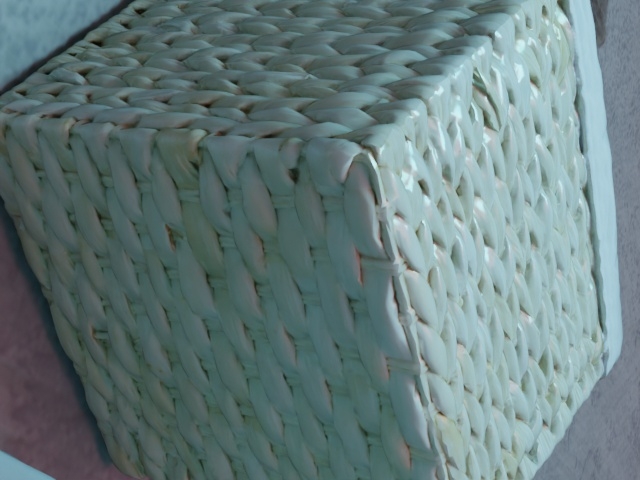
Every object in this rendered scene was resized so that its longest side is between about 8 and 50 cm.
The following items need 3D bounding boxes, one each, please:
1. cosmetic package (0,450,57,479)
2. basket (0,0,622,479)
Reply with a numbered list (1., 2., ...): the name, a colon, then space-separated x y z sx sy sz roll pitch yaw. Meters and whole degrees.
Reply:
1. cosmetic package: -0.142 0.322 0.451 0.327 0.394 0.329 -49 153 -45
2. basket: 0.000 0.000 0.801 0.266 0.328 0.331 -46 133 -41
